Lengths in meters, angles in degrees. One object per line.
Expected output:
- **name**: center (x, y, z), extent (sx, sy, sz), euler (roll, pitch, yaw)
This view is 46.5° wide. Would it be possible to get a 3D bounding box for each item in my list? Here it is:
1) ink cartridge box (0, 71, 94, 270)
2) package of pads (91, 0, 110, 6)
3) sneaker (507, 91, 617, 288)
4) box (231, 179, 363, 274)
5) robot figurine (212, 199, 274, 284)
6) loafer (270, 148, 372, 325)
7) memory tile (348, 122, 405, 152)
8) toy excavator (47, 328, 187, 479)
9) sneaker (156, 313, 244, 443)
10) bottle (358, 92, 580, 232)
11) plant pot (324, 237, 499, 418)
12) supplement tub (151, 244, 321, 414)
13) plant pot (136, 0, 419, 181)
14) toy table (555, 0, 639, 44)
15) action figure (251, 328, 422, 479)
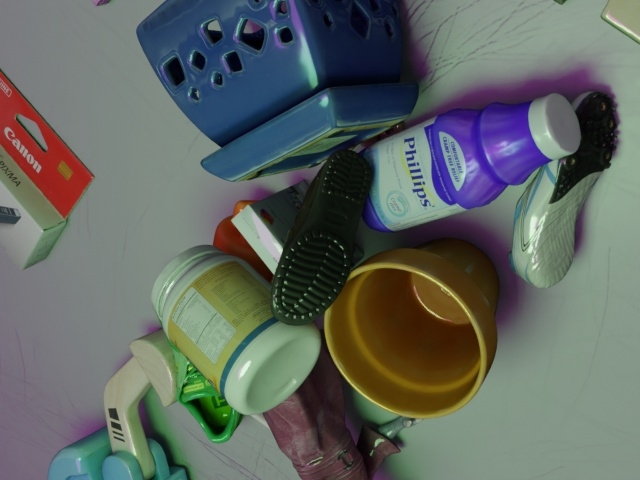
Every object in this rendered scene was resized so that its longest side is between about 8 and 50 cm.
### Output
- **ink cartridge box**: center (-0.576, -0.132, 1.358), extent (0.296, 0.066, 0.261), euler (48, 128, 4)
- **package of pads**: center (-0.338, -0.399, 1.115), extent (0.050, 0.032, 0.083), euler (-30, 94, 38)
- **sneaker**: center (0.272, -0.061, 0.869), extent (0.086, 0.085, 0.237), euler (44, 126, 53)
- **box**: center (-0.024, -0.001, 1.002), extent (0.038, 0.186, 0.145), euler (-39, 89, 24)
- **robot figurine**: center (-0.105, 0.048, 1.111), extent (0.158, 0.128, 0.219), euler (28, 123, 19)
- **loafer**: center (0.000, 0.000, 0.894), extent (0.080, 0.220, 0.078), euler (27, 167, -12)
- **memory tile**: center (0.067, -0.126, 1.002), extent (0.113, 0.012, 0.148), euler (-7, 107, 34)
- **toy excavator**: center (-0.377, 0.406, 1.405), extent (0.433, 0.222, 0.445), euler (-11, 96, 33)
- **sneaker**: center (-0.189, 0.200, 1.221), extent (0.109, 0.123, 0.295), euler (-18, 109, 3)
- **bottle**: center (0.158, -0.090, 0.864), extent (0.283, 0.092, 0.118), euler (-17, 90, 47)
- **plant pot**: center (0.137, 0.087, 0.944), extent (0.205, 0.188, 0.205), euler (13, 117, 26)
- **supplement tub**: center (-0.112, 0.109, 0.958), extent (0.200, 0.144, 0.144), euler (39, 127, 32)
- **plant pot**: center (-0.034, -0.201, 0.872), extent (0.236, 0.236, 0.212), euler (-21, 89, 36)
- **toy table**: center (0.257, -0.308, 0.684), extent (0.274, 0.252, 0.161), euler (42, 110, 19)
- **action figure**: center (-0.006, 0.320, 1.099), extent (0.276, 0.248, 0.370), euler (-20, 97, 37)
